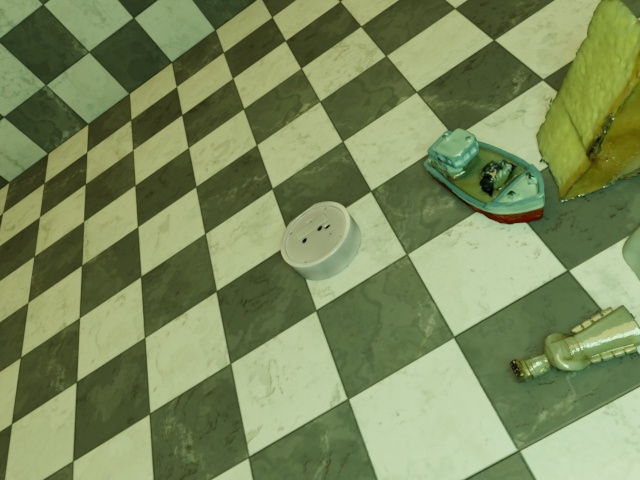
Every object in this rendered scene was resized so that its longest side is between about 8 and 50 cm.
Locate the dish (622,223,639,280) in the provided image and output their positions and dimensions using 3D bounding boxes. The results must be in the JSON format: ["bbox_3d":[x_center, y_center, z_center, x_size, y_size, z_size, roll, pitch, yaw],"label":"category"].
[{"bbox_3d":[0.619,0.000,1.009,0.190,0.066,0.191,-20,46,22],"label":"dish"}]

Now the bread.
[{"bbox_3d":[0.519,-0.256,1.132,0.278,0.315,0.249,-28,41,28],"label":"bread"}]

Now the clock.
[{"bbox_3d":[0.000,0.000,1.462,0.196,0.068,0.197,-20,46,22],"label":"clock"}]

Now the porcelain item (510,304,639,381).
[{"bbox_3d":[0.431,0.187,0.998,0.213,0.054,0.084,-28,41,13],"label":"porcelain item"}]

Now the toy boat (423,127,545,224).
[{"bbox_3d":[0.357,-0.148,1.275,0.145,0.133,0.332,-43,42,-3],"label":"toy boat"}]
